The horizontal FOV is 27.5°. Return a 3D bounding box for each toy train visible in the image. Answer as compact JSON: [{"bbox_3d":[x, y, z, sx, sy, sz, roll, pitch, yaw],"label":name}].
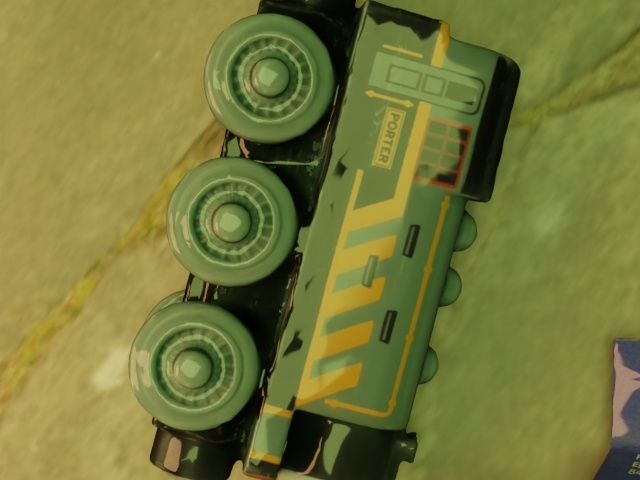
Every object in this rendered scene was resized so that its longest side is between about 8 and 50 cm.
[{"bbox_3d":[0.000,0.000,0.812,0.190,0.142,0.333,14,91,-4],"label":"toy train"}]

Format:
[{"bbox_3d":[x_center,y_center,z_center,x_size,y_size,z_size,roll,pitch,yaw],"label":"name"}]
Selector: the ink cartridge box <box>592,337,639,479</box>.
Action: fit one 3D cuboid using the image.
[{"bbox_3d":[0.305,0.220,0.751,0.304,0.072,0.307,1,96,28],"label":"ink cartridge box"}]
